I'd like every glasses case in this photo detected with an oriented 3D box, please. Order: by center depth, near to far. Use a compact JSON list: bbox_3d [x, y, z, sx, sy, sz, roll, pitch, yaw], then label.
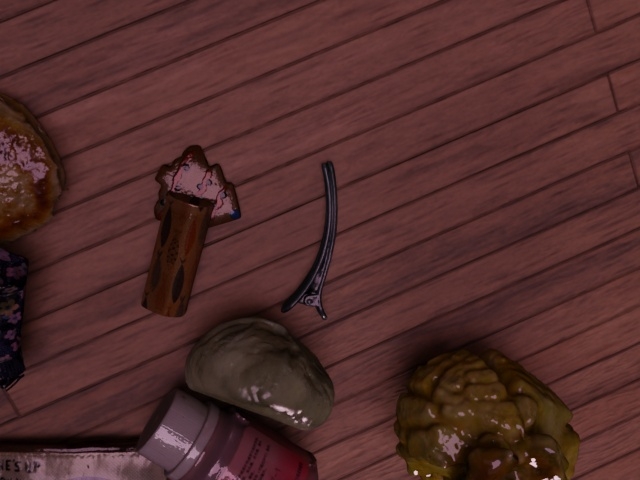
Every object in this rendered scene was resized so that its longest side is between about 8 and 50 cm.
[{"bbox_3d":[-0.199,0.022,0.844,0.065,0.041,0.170,15,107,-10],"label":"glasses case"}]

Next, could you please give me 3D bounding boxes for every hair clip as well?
[{"bbox_3d":[0.000,0.000,0.886,0.070,0.039,0.229,12,95,-11],"label":"hair clip"}]

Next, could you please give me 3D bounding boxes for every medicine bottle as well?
[{"bbox_3d":[-0.132,0.317,0.872,0.247,0.147,0.147,35,94,-13],"label":"medicine bottle"}]

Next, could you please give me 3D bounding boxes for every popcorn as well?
[{"bbox_3d":[0.239,0.279,0.875,0.258,0.270,0.224,32,93,32],"label":"popcorn"}]

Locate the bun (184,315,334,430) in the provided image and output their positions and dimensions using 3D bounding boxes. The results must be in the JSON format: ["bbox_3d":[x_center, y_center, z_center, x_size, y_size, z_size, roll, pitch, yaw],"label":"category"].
[{"bbox_3d":[-0.079,0.180,0.852,0.212,0.204,0.126,40,66,-46],"label":"bun"}]

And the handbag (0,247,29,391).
[{"bbox_3d":[-0.483,0.089,0.779,0.229,0.127,0.207,16,115,-5],"label":"handbag"}]

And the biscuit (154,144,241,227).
[{"bbox_3d":[-0.168,-0.065,0.853,0.130,0.019,0.119,26,96,-13],"label":"biscuit"}]

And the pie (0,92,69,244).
[{"bbox_3d":[-0.432,-0.093,0.776,0.179,0.084,0.205,-35,107,0],"label":"pie"}]

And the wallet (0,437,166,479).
[{"bbox_3d":[-0.399,0.405,0.888,0.335,0.068,0.274,3,98,-10],"label":"wallet"}]
